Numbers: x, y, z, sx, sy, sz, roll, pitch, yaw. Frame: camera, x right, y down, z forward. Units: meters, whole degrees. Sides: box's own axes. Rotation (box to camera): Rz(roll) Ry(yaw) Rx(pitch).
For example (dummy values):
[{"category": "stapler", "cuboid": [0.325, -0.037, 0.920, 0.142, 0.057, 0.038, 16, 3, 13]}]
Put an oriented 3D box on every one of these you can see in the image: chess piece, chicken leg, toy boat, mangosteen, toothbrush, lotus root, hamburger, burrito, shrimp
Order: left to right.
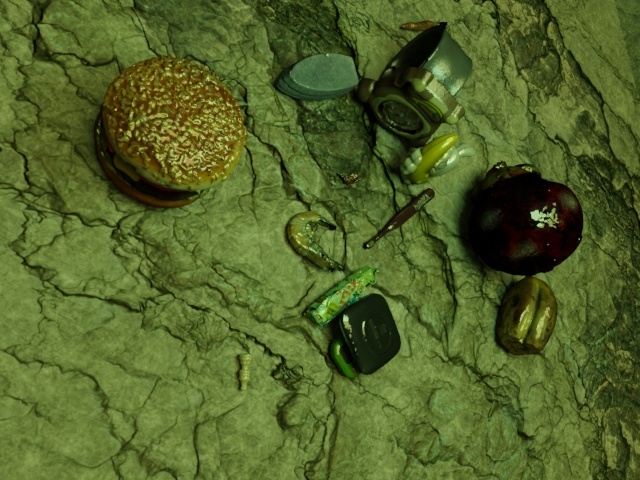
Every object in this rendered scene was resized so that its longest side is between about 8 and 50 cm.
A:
[{"category": "hamburger", "cuboid": [-0.348, -0.249, 1.235, 0.330, 0.250, 0.329, 7, 77, -33]}, {"category": "chess piece", "cuboid": [-0.195, 0.338, 1.364, 0.035, 0.035, 0.092, 9, 80, -32]}, {"category": "toy boat", "cuboid": [-0.008, -0.494, 1.612, 0.283, 0.078, 0.127, -17, 94, -36]}, {"category": "shrimp", "cuboid": [0.000, 0.000, 1.547, 0.217, 0.051, 0.150, 41, 55, -17]}, {"category": "burrito", "cuboid": [0.076, 0.171, 1.560, 0.288, 0.054, 0.104, -34, 101, -33]}, {"category": "chicken leg", "cuboid": [0.088, -0.193, 1.655, 0.083, 0.021, 0.036, -1, 92, -29]}, {"category": "toothbrush", "cuboid": [0.263, -0.072, 1.739, 0.364, 0.041, 0.040, -39, 103, -32]}, {"category": "mangosteen", "cuboid": [0.687, -0.069, 1.850, 0.381, 0.421, 0.380, -10, 123, -16]}, {"category": "lotus root", "cuboid": [0.755, 0.265, 1.923, 0.193, 0.193, 0.290, 34, 65, -24]}]

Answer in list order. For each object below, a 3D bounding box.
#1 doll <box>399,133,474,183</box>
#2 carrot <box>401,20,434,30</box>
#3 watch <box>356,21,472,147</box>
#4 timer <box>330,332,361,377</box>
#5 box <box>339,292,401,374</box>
[{"category": "doll", "cuboid": [0.377, -0.267, 1.745, 0.111, 0.252, 0.237, 62, 15, 22]}, {"category": "carrot", "cuboid": [0.352, -0.777, 1.930, 0.165, 0.036, 0.035, -19, 92, -32]}, {"category": "watch", "cuboid": [0.338, -0.515, 1.692, 0.314, 0.335, 0.326, 37, 73, -23]}, {"category": "timer", "cuboid": [0.095, 0.321, 1.551, 0.140, 0.047, 0.128, -36, 103, -33]}, {"category": "box", "cuboid": [0.149, 0.270, 1.542, 0.201, 0.042, 0.212, -29, 102, -43]}]
